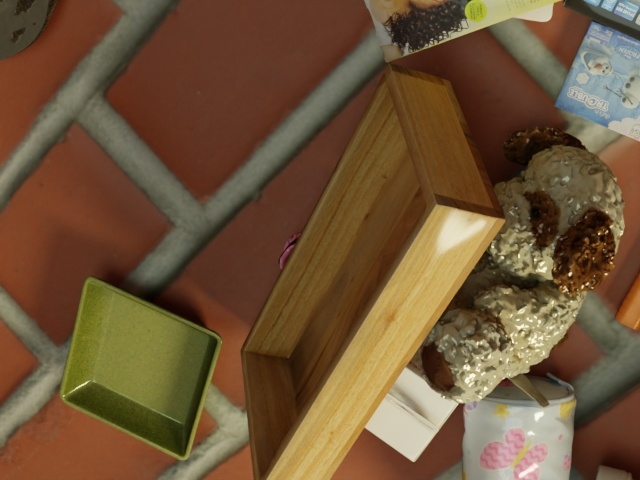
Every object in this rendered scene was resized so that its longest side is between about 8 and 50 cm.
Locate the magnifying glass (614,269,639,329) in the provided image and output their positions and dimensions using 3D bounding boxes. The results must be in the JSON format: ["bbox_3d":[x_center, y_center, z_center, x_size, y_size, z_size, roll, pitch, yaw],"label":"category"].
[{"bbox_3d":[0.354,-0.013,0.992,0.092,0.026,0.231,26,116,10],"label":"magnifying glass"}]

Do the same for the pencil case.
[{"bbox_3d":[0.211,0.280,1.070,0.124,0.113,0.273,-2,96,2],"label":"pencil case"}]

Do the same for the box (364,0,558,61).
[{"bbox_3d":[0.154,-0.235,0.892,0.232,0.058,0.087,-17,100,27],"label":"box"}]

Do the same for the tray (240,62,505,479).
[{"bbox_3d":[0.030,0.056,0.996,0.076,0.203,0.411,11,129,-21],"label":"tray"}]

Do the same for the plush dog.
[{"bbox_3d":[0.206,0.015,0.971,0.210,0.262,0.225,15,128,-21],"label":"plush dog"}]

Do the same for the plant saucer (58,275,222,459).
[{"bbox_3d":[-0.216,0.151,1.247,0.188,0.045,0.188,23,114,11],"label":"plant saucer"}]

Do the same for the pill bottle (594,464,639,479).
[{"bbox_3d":[0.380,0.308,1.041,0.208,0.119,0.119,13,112,16],"label":"pill bottle"}]

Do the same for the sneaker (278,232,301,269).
[{"bbox_3d":[0.000,0.000,1.109,0.119,0.057,0.047,-37,90,26],"label":"sneaker"}]

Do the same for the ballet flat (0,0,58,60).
[{"bbox_3d":[-0.321,-0.298,1.132,0.084,0.058,0.250,34,124,-18],"label":"ballet flat"}]

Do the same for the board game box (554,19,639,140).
[{"bbox_3d":[0.285,-0.154,0.972,0.090,0.020,0.090,24,116,11],"label":"board game box"}]

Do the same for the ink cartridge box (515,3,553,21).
[{"bbox_3d":[0.134,-0.278,0.959,0.198,0.067,0.115,14,112,17],"label":"ink cartridge box"}]

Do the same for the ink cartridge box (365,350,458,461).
[{"bbox_3d":[0.097,0.155,1.078,0.092,0.143,0.090,34,116,7],"label":"ink cartridge box"}]

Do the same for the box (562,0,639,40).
[{"bbox_3d":[0.403,-0.251,0.862,0.307,0.076,0.242,29,116,10],"label":"box"}]
